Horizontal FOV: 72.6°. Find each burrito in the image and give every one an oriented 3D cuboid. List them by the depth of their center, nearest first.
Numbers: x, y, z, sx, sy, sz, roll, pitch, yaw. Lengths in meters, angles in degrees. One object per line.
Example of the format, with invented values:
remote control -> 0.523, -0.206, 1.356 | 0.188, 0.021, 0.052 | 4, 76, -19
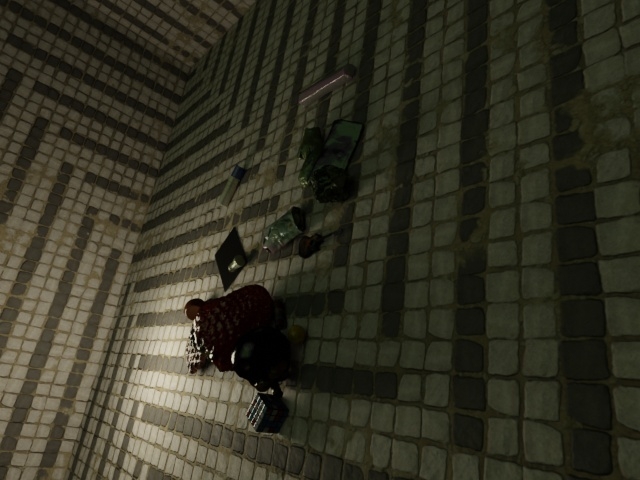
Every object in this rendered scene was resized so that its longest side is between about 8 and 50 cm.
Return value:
burrito -> -0.160, -0.040, 1.797 | 0.229, 0.089, 0.143 | -37, 42, 30

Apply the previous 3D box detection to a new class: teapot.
teapot -> -0.390, 0.109, 2.019 | 0.083, 0.057, 0.067 | -40, 6, 35
teapot -> -0.601, 0.327, 2.130 | 0.173, 0.116, 0.116 | -26, 46, 6

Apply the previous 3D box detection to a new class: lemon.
lemon -> -0.084, 0.326, 1.515 | 0.062, 0.062, 0.083 | -52, 40, 17

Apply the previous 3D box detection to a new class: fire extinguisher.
fire extinguisher -> -0.155, 0.289, 1.633 | 0.039, 0.056, 0.132 | 111, 157, -43

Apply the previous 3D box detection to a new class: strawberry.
strawberry -> -0.342, 0.310, 1.693 | 0.312, 0.267, 0.351 | 27, 71, 43

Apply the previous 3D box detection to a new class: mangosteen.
mangosteen -> -0.189, 0.422, 1.493 | 0.211, 0.211, 0.250 | -38, 73, 32

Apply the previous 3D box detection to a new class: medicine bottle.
medicine bottle -> -0.482, -0.294, 2.358 | 0.059, 0.059, 0.230 | 34, 97, 53

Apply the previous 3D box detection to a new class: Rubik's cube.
Rubik's cube -> -0.179, 0.579, 1.462 | 0.092, 0.092, 0.092 | 31, 95, 53

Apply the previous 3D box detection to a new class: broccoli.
broccoli -> 0.043, -0.208, 1.597 | 0.138, 0.162, 0.145 | -5, 92, 65

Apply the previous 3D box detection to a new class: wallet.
wallet -> 0.060, -0.338, 1.702 | 0.146, 0.030, 0.285 | 20, 85, 32

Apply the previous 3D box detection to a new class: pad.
pad -> -0.446, 0.088, 2.143 | 0.202, 0.005, 0.299 | -52, 39, 17

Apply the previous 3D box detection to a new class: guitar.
guitar -> 0.000, 0.000, 1.625 | 0.233, 0.025, 0.088 | -24, 53, 41

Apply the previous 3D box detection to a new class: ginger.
ginger -> -0.043, -0.354, 1.832 | 0.137, 0.089, 0.289 | -21, 58, 22

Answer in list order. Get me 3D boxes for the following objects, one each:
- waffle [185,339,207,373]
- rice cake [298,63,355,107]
waffle -> -0.565, 0.495, 2.024 | 0.221, 0.055, 0.234 | -59, 32, 11
rice cake -> 0.018, -0.698, 1.970 | 0.365, 0.056, 0.072 | -12, 60, 47
